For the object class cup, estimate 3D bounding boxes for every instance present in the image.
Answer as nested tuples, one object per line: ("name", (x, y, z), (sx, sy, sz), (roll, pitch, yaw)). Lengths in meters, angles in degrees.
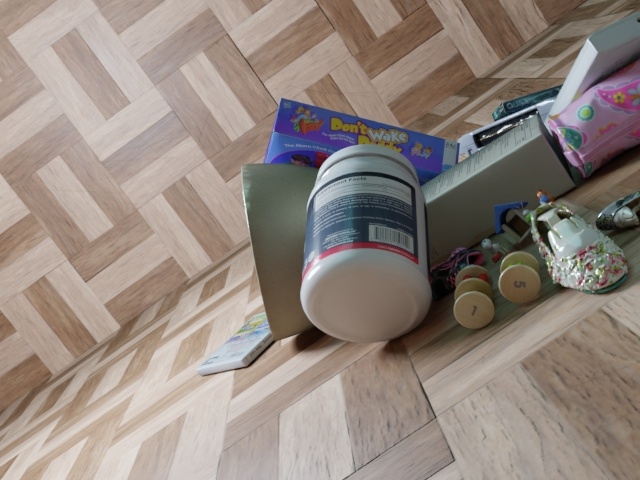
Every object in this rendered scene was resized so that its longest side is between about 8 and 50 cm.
("cup", (0.000, 0.000, 1.580), (0.237, 0.330, 0.331), (-11, 11, -1))

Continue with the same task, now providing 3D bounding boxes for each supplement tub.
("supplement tub", (0.071, 0.002, 1.315), (0.191, 0.191, 0.272), (-30, 37, 30))

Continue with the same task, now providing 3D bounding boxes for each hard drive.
("hard drive", (0.491, -0.278, 1.422), (0.203, 0.040, 0.307), (-26, -18, -9))

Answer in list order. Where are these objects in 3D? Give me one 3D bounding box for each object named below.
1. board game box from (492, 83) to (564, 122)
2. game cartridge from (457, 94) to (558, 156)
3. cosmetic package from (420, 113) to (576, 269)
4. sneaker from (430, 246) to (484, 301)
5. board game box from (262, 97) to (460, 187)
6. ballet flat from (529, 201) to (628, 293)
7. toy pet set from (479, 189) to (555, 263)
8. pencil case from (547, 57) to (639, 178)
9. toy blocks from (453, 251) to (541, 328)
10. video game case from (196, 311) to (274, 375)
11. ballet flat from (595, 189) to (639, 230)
("board game box", (0.475, -0.304, 1.862), (0.186, 0.026, 0.126), (-17, -4, 0))
("game cartridge", (0.441, -0.248, 1.741), (0.198, 0.062, 0.297), (-27, 4, -34))
("cosmetic package", (0.272, -0.078, 1.482), (0.309, 0.113, 0.160), (-31, 11, 21))
("sneaker", (0.209, 0.050, 1.314), (0.119, 0.047, 0.057), (-43, 25, -30))
("board game box", (0.066, -0.141, 1.663), (0.233, 0.347, 0.078), (116, 166, -63))
("ballet flat", (0.311, 0.003, 1.082), (0.091, 0.077, 0.241), (-33, 11, 5))
("toy pet set", (0.282, -0.037, 1.257), (0.122, 0.065, 0.114), (-53, -18, 19))
("pencil case", (0.504, -0.216, 1.341), (0.284, 0.124, 0.124), (-31, 11, 16))
("toy blocks", (0.239, 0.050, 1.164), (0.123, 0.054, 0.148), (-33, 10, 19))
("video game case", (-0.147, 0.208, 1.798), (0.193, 0.023, 0.212), (-43, 11, -34))
("ballet flat", (0.406, -0.042, 1.092), (0.114, 0.041, 0.041), (-33, 10, 20))
